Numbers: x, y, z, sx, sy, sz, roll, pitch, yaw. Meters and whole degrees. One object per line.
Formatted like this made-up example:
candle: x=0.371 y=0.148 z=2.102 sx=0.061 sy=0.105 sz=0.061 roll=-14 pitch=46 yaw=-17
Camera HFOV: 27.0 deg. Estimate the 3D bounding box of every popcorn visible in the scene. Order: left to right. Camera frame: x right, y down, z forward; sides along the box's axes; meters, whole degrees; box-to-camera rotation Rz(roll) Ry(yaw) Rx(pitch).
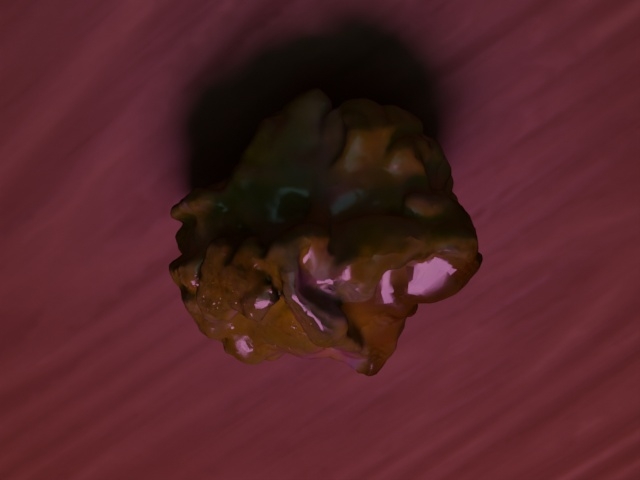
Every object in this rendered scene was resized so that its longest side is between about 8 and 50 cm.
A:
popcorn: x=0.000 y=0.000 z=0.637 sx=0.145 sy=0.126 sz=0.126 roll=-22 pitch=148 yaw=-6
